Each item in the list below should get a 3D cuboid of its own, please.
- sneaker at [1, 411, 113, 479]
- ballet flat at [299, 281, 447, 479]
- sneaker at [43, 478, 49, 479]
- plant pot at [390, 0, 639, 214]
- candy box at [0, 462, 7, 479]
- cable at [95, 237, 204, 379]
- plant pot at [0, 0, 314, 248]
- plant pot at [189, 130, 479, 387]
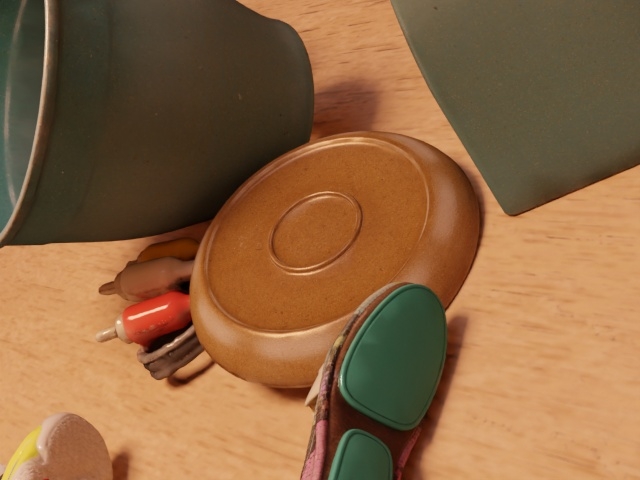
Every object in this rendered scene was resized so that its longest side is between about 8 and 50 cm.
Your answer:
[{"bbox_3d":[-0.230,0.236,0.718,0.126,0.091,0.240,-26,35,27],"label":"sneaker"},{"bbox_3d":[0.018,0.120,0.606,0.079,0.077,0.221,-40,24,46],"label":"ballet flat"},{"bbox_3d":[-0.120,0.210,0.584,0.221,0.128,0.087,-4,48,49],"label":"sneaker"},{"bbox_3d":[0.138,-0.173,0.666,0.165,0.234,0.165,-24,36,28],"label":"plant pot"},{"bbox_3d":[-0.334,0.261,0.773,0.165,0.070,0.196,-42,20,51],"label":"candy box"},{"bbox_3d":[-0.065,0.020,0.815,0.287,0.072,0.139,-26,33,26],"label":"cable"},{"bbox_3d":[-0.157,-0.122,0.874,0.272,0.255,0.271,-7,81,56],"label":"plant pot"},{"bbox_3d":[0.000,0.000,0.750,0.236,0.032,0.236,-17,46,18],"label":"plant pot"}]
